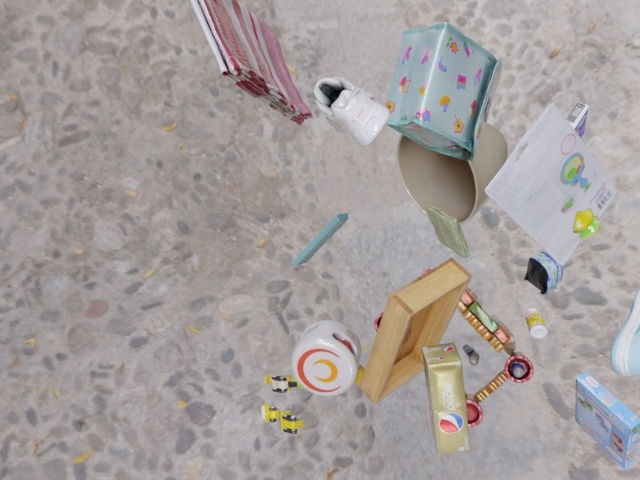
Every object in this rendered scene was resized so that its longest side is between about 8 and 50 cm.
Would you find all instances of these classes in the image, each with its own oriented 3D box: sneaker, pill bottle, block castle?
[{"bbox_3d":[0.854,0.212,1.368,0.319,0.208,0.127,-51,123,-24],"label":"sneaker"},{"bbox_3d":[0.037,-0.241,0.983,0.115,0.232,0.090,35,97,-23],"label":"sneaker"},{"bbox_3d":[0.563,0.214,1.504,0.043,0.083,0.043,3,124,4],"label":"pill bottle"},{"bbox_3d":[0.426,0.330,1.839,0.303,0.213,0.453,-45,77,12],"label":"block castle"}]

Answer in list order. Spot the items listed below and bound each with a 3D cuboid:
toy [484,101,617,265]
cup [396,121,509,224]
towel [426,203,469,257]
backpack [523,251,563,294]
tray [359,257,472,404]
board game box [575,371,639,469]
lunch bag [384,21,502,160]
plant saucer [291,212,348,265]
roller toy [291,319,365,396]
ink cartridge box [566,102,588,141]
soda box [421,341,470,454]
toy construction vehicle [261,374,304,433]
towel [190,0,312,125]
[{"bbox_3d":[0.313,-0.073,0.795,0.137,0.237,0.056,-54,35,5],"label":"toy"},{"bbox_3d":[0.426,-0.241,1.739,0.237,0.331,0.331,-29,77,-25],"label":"cup"},{"bbox_3d":[0.322,-0.024,1.456,0.027,0.148,0.110,-40,40,-9],"label":"towel"},{"bbox_3d":[0.704,0.093,1.805,0.084,0.114,0.105,-26,43,-13],"label":"backpack"},{"bbox_3d":[0.223,0.235,1.426,0.202,0.411,0.076,-26,57,-29],"label":"tray"},{"bbox_3d":[0.686,0.435,1.383,0.039,0.212,0.160,-30,42,-9],"label":"board game box"},{"bbox_3d":[0.284,-0.309,1.243,0.262,0.160,0.224,17,89,-36],"label":"lunch bag"},{"bbox_3d":[0.000,0.000,1.484,0.192,0.067,0.018,-46,75,27],"label":"plant saucer"},{"bbox_3d":[0.023,0.337,1.666,0.209,0.146,0.191,1,111,12],"label":"roller toy"},{"bbox_3d":[0.795,-0.308,1.867,0.045,0.208,0.206,31,81,30],"label":"ink cartridge box"},{"bbox_3d":[0.214,0.269,0.978,0.058,0.061,0.181,-9,109,3],"label":"soda box"},{"bbox_3d":[-0.059,0.257,0.913,0.035,0.098,0.086,-1,83,-36],"label":"toy construction vehicle"},{"bbox_3d":[-0.124,-0.344,1.006,0.037,0.329,0.237,-27,81,16],"label":"towel"}]
